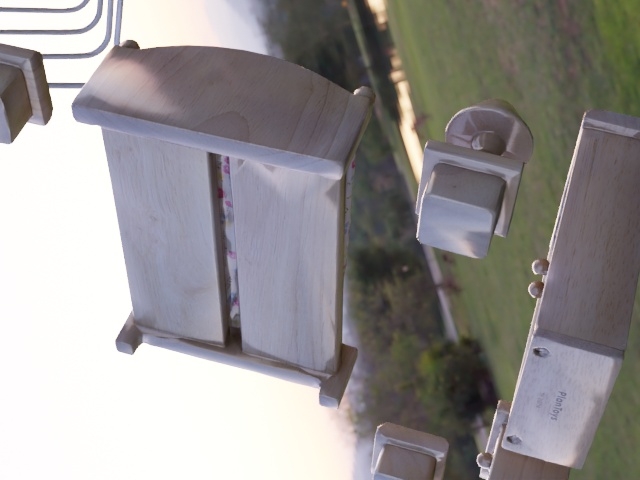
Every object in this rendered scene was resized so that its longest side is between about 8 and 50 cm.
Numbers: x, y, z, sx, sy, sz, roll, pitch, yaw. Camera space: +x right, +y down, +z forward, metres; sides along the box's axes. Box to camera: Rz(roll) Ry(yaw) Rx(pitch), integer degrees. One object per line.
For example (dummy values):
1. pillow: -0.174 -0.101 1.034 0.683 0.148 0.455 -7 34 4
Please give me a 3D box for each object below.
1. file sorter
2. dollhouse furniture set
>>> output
1. file sorter: -0.313 -0.298 1.287 0.277 0.173 0.192 -118 32 -52
2. dollhouse furniture set: 0.000 0.000 0.720 0.303 0.356 0.173 92 -164 -48
